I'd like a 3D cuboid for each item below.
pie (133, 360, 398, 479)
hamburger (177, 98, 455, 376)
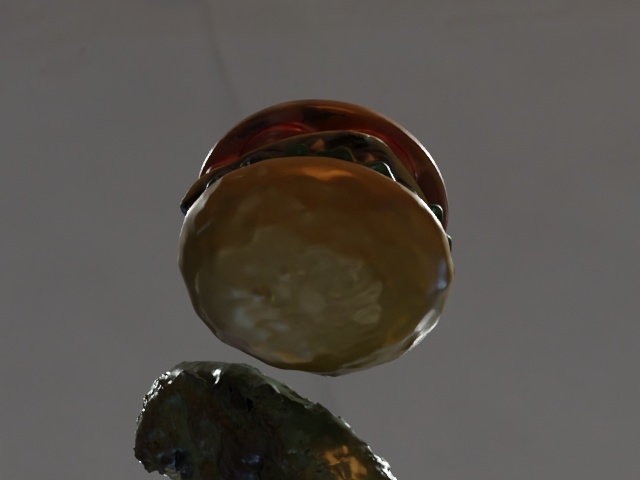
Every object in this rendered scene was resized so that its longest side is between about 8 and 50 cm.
[{"bbox_3d":[-0.014,0.205,1.248,0.302,0.067,0.302,39,-37,39],"label":"pie"},{"bbox_3d":[0.000,0.000,1.125,0.162,0.115,0.162,4,-51,5],"label":"hamburger"}]
